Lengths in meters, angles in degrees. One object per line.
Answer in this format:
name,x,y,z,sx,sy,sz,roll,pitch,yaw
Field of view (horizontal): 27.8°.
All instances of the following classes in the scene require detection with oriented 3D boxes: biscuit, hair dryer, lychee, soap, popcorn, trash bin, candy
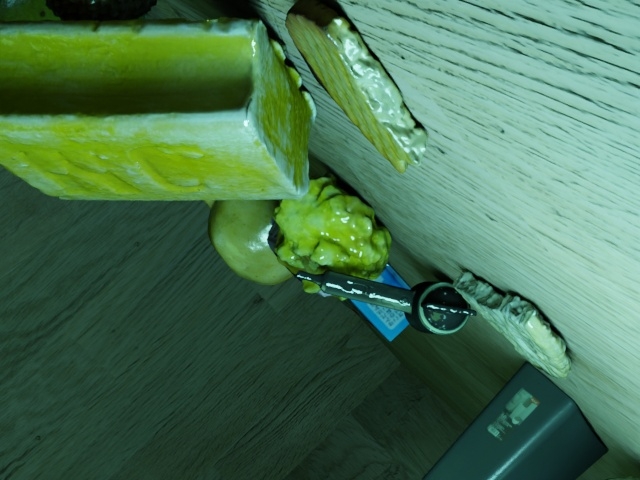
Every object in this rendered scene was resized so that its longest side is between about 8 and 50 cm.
biscuit,0.239,0.107,1.536,0.133,0.032,0.250,48,175,-15
hair dryer,0.085,0.078,1.832,0.248,0.078,0.195,12,176,-3
lychee,-0.235,-0.319,1.419,0.165,0.197,0.165,25,-148,-17
soap,-0.194,-0.143,1.465,0.335,0.156,0.293,0,164,11
popcorn,0.009,-0.007,1.942,0.197,0.155,0.197,46,162,19
trash bin,0.274,0.314,1.851,0.115,0.225,0.165,44,176,44
candy,0.073,0.074,2.452,0.157,0.100,0.306,47,177,-18
biscuit,0.036,-0.142,1.167,0.176,0.031,0.228,45,174,9

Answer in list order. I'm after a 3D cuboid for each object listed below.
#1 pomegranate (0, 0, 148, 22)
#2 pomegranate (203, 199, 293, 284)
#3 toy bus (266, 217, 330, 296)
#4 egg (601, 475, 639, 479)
pomegranate,-0.415,-0.387,2.208,0.291,0.323,0.291,21,146,15
pomegranate,-0.107,-0.034,2.454,0.233,0.233,0.233,46,176,4
toy bus,0.000,0.000,2.140,0.142,0.142,0.202,46,176,-12
egg,0.395,0.414,1.658,0.219,0.219,0.269,43,170,36
